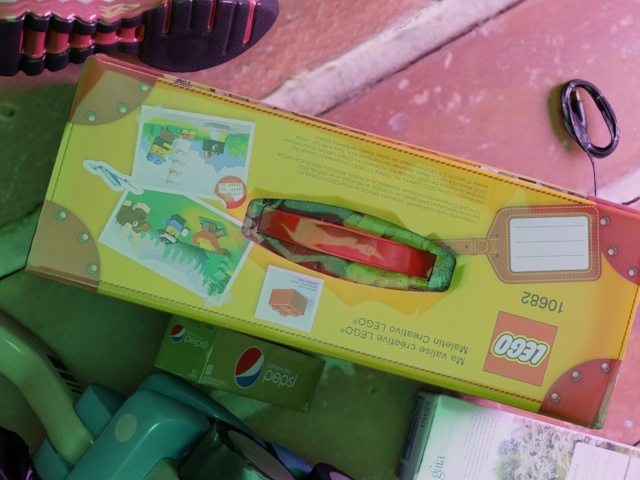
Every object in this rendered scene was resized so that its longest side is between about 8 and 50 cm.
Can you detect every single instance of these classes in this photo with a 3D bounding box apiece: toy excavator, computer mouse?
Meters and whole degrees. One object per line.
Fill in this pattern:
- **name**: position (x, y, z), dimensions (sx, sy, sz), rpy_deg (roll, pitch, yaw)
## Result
- **toy excavator**: position (-0.206, 0.190, 1.851), dimensions (0.433, 0.445, 0.222), rpy_deg (30, 99, -44)
- **computer mouse**: position (0.278, -0.044, 2.002), dimensions (0.071, 0.041, 0.242), rpy_deg (-5, 86, 9)

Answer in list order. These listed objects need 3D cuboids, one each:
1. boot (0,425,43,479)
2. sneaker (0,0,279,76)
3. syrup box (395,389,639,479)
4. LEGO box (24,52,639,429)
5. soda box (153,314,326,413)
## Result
- **boot**: position (-0.341, 0.215, 1.719), dimensions (0.207, 0.094, 0.246), rpy_deg (-34, 53, 19)
- **sneaker**: position (-0.193, -0.246, 1.893), dimensions (0.314, 0.116, 0.136), rpy_deg (-3, 60, -19)
- **syrup box**: position (0.202, 0.223, 1.961), dimensions (0.237, 0.096, 0.093), rpy_deg (16, 87, -8)
- **LEGO box**: position (0.000, 0.000, 1.791), dimensions (0.500, 0.372, 0.193), rpy_deg (16, 89, -7)
- **soda box**: position (-0.074, 0.118, 1.884), dimensions (0.061, 0.181, 0.058), rpy_deg (18, 88, 37)
